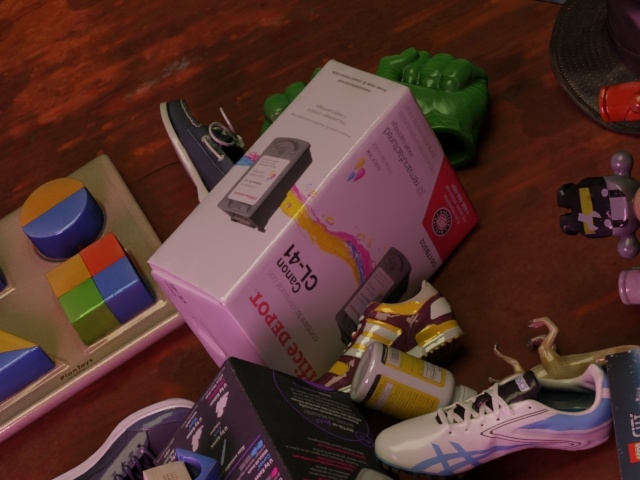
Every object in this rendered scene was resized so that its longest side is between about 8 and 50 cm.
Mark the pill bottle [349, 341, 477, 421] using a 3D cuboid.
[{"bbox_3d":[0.093,0.149,1.745,0.116,0.065,0.065,23,55,-8],"label":"pill bottle"}]

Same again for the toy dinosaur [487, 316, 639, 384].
[{"bbox_3d":[0.231,0.127,1.750,0.183,0.053,0.092,-29,59,12],"label":"toy dinosaur"}]

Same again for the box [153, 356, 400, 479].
[{"bbox_3d":[-0.018,0.259,1.641,0.143,0.165,0.270,-55,39,19],"label":"box"}]

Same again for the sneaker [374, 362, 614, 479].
[{"bbox_3d":[0.164,0.166,1.671,0.237,0.086,0.085,-11,26,-6],"label":"sneaker"}]

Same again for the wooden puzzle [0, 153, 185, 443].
[{"bbox_3d":[-0.342,0.059,2.083,0.322,0.080,0.348,-33,44,-2],"label":"wooden puzzle"}]

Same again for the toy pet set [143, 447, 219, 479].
[{"bbox_3d":[-0.124,0.245,1.611,0.065,0.114,0.122,-14,37,-15],"label":"toy pet set"}]

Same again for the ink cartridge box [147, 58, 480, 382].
[{"bbox_3d":[0.000,0.000,1.849,0.131,0.226,0.306,23,66,41],"label":"ink cartridge box"}]

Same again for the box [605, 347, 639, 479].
[{"bbox_3d":[0.344,0.186,1.556,0.159,0.044,0.233,-14,46,16],"label":"box"}]

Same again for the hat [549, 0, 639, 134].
[{"bbox_3d":[0.402,-0.270,1.934,0.331,0.134,0.331,-11,53,16],"label":"hat"}]

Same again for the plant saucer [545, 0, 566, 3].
[{"bbox_3d":[0.294,-0.314,2.123,0.192,0.018,0.067,16,61,38],"label":"plant saucer"}]

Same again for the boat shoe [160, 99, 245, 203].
[{"bbox_3d":[-0.119,-0.089,2.085,0.079,0.095,0.254,-32,45,1],"label":"boat shoe"}]

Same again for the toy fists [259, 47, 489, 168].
[{"bbox_3d":[0.058,-0.146,2.043,0.279,0.096,0.142,-11,46,21],"label":"toy fists"}]

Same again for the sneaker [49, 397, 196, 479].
[{"bbox_3d":[-0.197,0.273,1.798,0.226,0.086,0.163,-38,33,6],"label":"sneaker"}]

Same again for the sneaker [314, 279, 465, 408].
[{"bbox_3d":[0.052,0.112,1.818,0.185,0.069,0.084,-27,69,-7],"label":"sneaker"}]

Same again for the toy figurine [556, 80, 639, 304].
[{"bbox_3d":[0.353,-0.046,1.710,0.148,0.213,0.209,-3,48,44],"label":"toy figurine"}]
